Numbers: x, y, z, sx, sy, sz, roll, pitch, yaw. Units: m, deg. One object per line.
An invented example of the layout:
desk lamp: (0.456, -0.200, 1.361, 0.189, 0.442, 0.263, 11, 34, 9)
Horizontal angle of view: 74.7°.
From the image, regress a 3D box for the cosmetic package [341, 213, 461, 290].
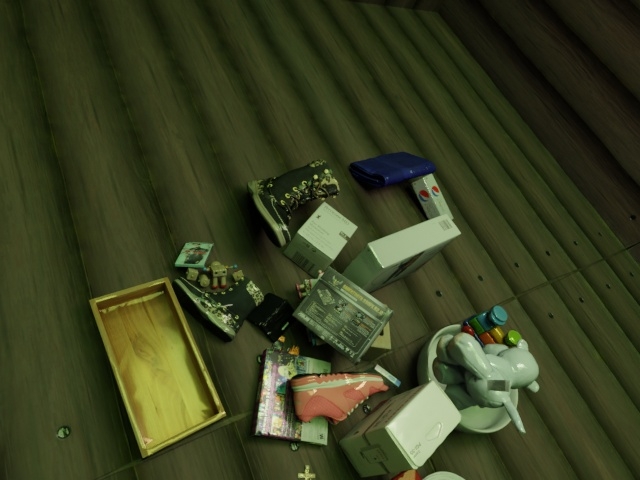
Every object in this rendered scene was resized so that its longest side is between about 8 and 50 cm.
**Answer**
cosmetic package: (0.256, 0.065, 1.430, 0.378, 0.284, 0.097, -19, 71, -33)

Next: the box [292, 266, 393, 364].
box: (0.063, 0.212, 1.209, 0.231, 0.056, 0.183, 34, 80, 20)

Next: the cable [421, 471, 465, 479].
cable: (0.345, 0.770, 1.134, 0.257, 0.089, 0.256, -9, 63, -28)

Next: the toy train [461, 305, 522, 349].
toy train: (0.572, 0.330, 1.313, 0.105, 0.143, 0.247, -20, 69, -34)

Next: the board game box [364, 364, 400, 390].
board game box: (0.186, 0.423, 1.285, 0.090, 0.090, 0.020, 36, 55, 0)

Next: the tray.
tray: (-0.426, 0.312, 1.087, 0.203, 0.076, 0.410, -18, 67, -32)

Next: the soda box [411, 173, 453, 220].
soda box: (0.474, -0.168, 1.778, 0.069, 0.074, 0.216, -29, 93, -36)

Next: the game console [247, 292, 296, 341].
game console: (-0.150, 0.236, 1.298, 0.122, 0.071, 0.107, -45, 111, -38)

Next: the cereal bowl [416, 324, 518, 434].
cereal bowl: (0.451, 0.452, 1.357, 0.340, 0.141, 0.338, 12, 55, -18)

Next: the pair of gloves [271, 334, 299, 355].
pair of gloves: (-0.105, 0.330, 1.263, 0.083, 0.010, 0.074, 30, 52, -3)

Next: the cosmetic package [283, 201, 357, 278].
cosmetic package: (0.000, 0.000, 1.437, 0.151, 0.151, 0.183, 38, 51, 0)

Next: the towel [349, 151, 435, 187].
towel: (0.306, -0.297, 1.779, 0.309, 0.076, 0.228, -19, 35, -30)

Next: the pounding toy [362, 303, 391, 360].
pounding toy: (0.173, 0.256, 1.315, 0.094, 0.206, 0.180, 13, 54, -17)

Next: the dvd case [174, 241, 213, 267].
dvd case: (-0.382, 0.042, 1.278, 0.087, 0.013, 0.119, 3, 31, 0)

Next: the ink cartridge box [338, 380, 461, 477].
ink cartridge box: (0.204, 0.504, 1.117, 0.207, 0.283, 0.117, -27, 73, -36)

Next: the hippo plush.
hippo plush: (0.482, 0.341, 1.171, 0.237, 0.294, 0.234, -16, 88, -26)

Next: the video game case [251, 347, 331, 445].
video game case: (-0.074, 0.438, 1.177, 0.211, 0.042, 0.231, 18, 53, -21)

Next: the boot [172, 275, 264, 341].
boot: (-0.297, 0.160, 1.237, 0.236, 0.085, 0.178, 44, 51, -3)

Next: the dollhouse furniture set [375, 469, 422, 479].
dollhouse furniture set: (0.119, 0.714, 0.969, 0.375, 0.152, 0.201, -24, 70, -18)

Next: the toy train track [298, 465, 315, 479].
toy train track: (-0.034, 0.633, 1.094, 0.048, 0.014, 0.083, 12, 56, -18)

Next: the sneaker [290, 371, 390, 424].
sneaker: (0.057, 0.440, 1.179, 0.314, 0.116, 0.136, 7, 72, -28)

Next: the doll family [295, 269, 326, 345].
doll family: (0.025, 0.229, 1.335, 0.163, 0.118, 0.262, -12, 59, -11)

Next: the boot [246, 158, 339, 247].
boot: (-0.075, -0.139, 1.373, 0.285, 0.138, 0.377, -22, 31, -7)

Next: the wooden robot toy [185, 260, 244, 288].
wooden robot toy: (-0.328, 0.098, 1.293, 0.174, 0.076, 0.079, -3, 26, -26)
